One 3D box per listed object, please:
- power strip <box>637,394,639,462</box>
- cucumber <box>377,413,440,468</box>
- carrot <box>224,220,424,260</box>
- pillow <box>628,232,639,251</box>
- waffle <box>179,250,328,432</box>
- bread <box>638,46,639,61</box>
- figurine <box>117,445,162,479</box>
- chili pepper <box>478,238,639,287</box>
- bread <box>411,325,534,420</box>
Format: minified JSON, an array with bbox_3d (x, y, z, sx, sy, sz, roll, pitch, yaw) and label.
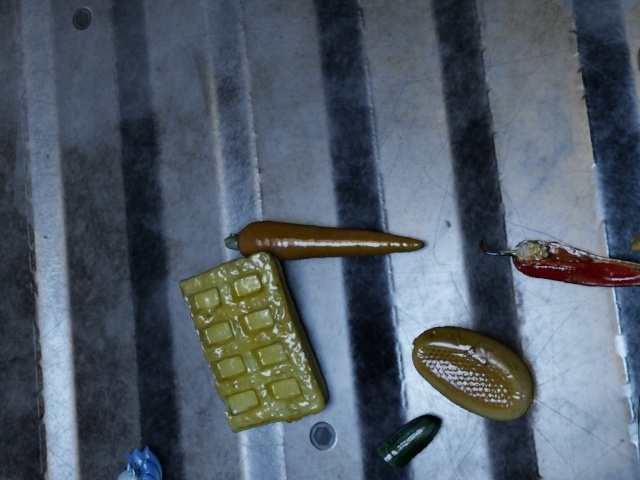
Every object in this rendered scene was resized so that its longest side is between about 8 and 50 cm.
[{"bbox_3d":[0.534,0.255,0.913,0.260,0.141,0.230,-2,102,25],"label":"power strip"},{"bbox_3d":[0.138,0.300,1.117,0.105,0.048,0.048,-43,74,11],"label":"cucumber"},{"bbox_3d":[0.000,0.000,1.184,0.335,0.069,0.069,-1,85,16],"label":"carrot"},{"bbox_3d":[0.614,-0.022,0.938,0.310,0.119,0.312,41,104,18],"label":"pillow"},{"bbox_3d":[-0.105,0.163,1.185,0.167,0.057,0.274,-20,91,16],"label":"waffle"},{"bbox_3d":[0.506,-0.272,1.038,0.110,0.044,0.083,-37,79,14],"label":"bread"},{"bbox_3d":[-0.306,0.399,1.246,0.114,0.079,0.114,-31,55,59],"label":"figurine"},{"bbox_3d":[0.359,0.036,1.065,0.267,0.059,0.051,10,127,17],"label":"chili pepper"},{"bbox_3d":[0.224,0.189,1.083,0.189,0.077,0.114,29,115,18],"label":"bread"}]
